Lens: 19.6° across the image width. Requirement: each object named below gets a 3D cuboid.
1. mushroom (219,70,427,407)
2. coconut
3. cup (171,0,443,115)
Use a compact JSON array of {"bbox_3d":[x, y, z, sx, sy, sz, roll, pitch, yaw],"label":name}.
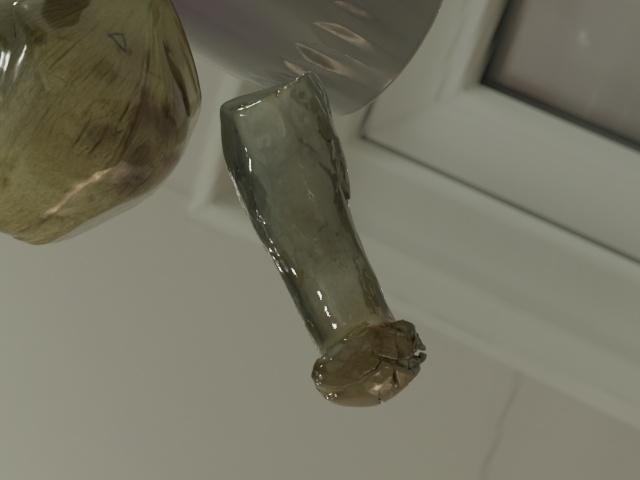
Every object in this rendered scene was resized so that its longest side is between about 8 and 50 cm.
[{"bbox_3d":[-0.001,0.002,1.205,0.081,0.223,0.092,-17,-5,-27],"label":"mushroom"},{"bbox_3d":[-0.188,-0.109,1.379,0.224,0.224,0.224,-51,-24,-33],"label":"coconut"},{"bbox_3d":[-0.079,-0.291,1.725,0.253,0.371,0.253,-46,26,30],"label":"cup"}]
